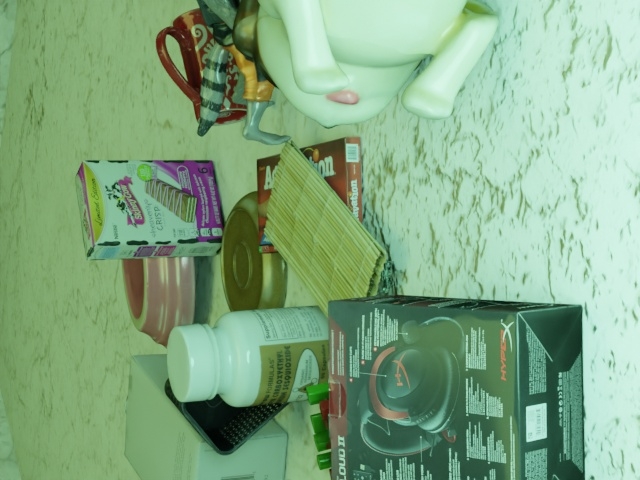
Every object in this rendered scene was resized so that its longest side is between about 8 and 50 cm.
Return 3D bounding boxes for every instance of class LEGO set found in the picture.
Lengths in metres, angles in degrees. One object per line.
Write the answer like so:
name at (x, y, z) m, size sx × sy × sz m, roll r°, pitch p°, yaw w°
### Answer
LEGO set at (0.081, 0.050, 1.612) m, size 0.083 × 0.023 × 0.054 m, roll 106°, pitch 155°, yaw -61°

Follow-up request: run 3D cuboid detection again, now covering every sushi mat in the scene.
sushi mat at (0.000, 0.000, 1.699) m, size 0.316 × 0.019 × 0.151 m, roll 52°, pitch 136°, yaw 50°

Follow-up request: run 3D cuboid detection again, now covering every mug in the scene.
mug at (-0.184, -0.273, 2.015) m, size 0.113 × 0.150 × 0.169 m, roll 134°, pitch 126°, yaw -76°

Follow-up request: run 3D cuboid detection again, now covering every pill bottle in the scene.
pill bottle at (-0.085, 0.159, 1.725) m, size 0.131 × 0.229 × 0.131 m, roll 177°, pitch 90°, yaw -65°

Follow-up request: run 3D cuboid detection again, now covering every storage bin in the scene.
storage bin at (-0.121, 0.208, 1.843) m, size 0.122 × 0.180 × 0.084 m, roll 55°, pitch 168°, yaw -26°

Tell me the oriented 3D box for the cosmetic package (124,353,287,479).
cosmetic package at (-0.200, 0.336, 2.079) m, size 0.365 × 0.155 × 0.196 m, roll -143°, pitch 56°, yaw -60°

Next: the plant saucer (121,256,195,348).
plant saucer at (-0.307, 0.039, 2.335) m, size 0.332 × 0.084 × 0.332 m, roll 175°, pitch 90°, yaw -72°

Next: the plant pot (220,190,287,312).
plant pot at (-0.113, 0.039, 2.014) m, size 0.236 × 0.032 × 0.236 m, roll 179°, pitch 90°, yaw -65°

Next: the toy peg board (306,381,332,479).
toy peg board at (0.039, 0.257, 1.562) m, size 0.160 × 0.079 × 0.161 m, roll -115°, pitch 14°, yaw -60°

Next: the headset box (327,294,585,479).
headset box at (0.124, 0.169, 1.317) m, size 0.293 × 0.110 × 0.218 m, roll 0°, pitch 92°, yaw 47°

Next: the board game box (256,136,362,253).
board game box at (-0.020, -0.059, 1.789) m, size 0.281 × 0.027 × 0.145 m, roll -7°, pitch 83°, yaw 62°

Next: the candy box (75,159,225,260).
candy box at (-0.287, -0.054, 2.143) m, size 0.071 × 0.233 × 0.159 m, roll 131°, pitch 131°, yaw -57°

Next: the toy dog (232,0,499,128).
toy dog at (0.039, -0.302, 1.369) m, size 0.408 × 0.285 × 0.395 m, roll 115°, pitch 144°, yaw -48°

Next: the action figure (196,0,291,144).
action figure at (-0.120, -0.296, 1.746) m, size 0.341 × 0.179 × 0.330 m, roll -81°, pitch -17°, yaw -65°
